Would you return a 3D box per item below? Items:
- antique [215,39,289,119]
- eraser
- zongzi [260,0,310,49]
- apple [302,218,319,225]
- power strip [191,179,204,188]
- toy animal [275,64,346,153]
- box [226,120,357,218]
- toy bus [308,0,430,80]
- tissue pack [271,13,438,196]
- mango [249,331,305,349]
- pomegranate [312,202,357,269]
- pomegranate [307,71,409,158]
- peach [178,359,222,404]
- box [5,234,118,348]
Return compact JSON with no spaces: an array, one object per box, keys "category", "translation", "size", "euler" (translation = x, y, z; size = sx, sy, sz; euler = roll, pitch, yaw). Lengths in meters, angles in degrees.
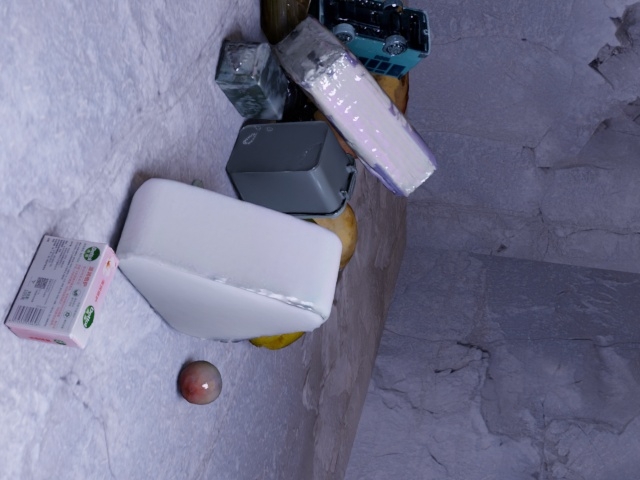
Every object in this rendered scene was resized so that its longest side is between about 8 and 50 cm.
[{"category":"antique","translation":[-0.128,-0.303,1.520],"size":[0.183,0.088,0.086],"euler":[50,48,-71]},{"category":"eraser","translation":[-0.122,0.047,1.257],"size":[0.331,0.331,0.150],"euler":[73,27,-60]},{"category":"zongzi","translation":[-0.077,-0.499,1.565],"size":[0.241,0.111,0.247],"euler":[-30,131,-77]},{"category":"apple","translation":[-0.072,0.022,1.709],"size":[0.157,0.196,0.196],"euler":[-60,154,-56]},{"category":"power strip","translation":[-0.222,-0.066,1.401],"size":[0.040,0.016,0.090],"euler":[82,20,-46]},{"category":"toy animal","translation":[-0.045,-0.281,1.735],"size":[0.272,0.160,0.197],"euler":[61,35,-25]},{"category":"box","translation":[-0.062,-0.143,1.593],"size":[0.135,0.243,0.163],"euler":[62,37,-49]},{"category":"toy bus","translation":[0.094,-0.440,1.723],"size":[0.147,0.256,0.128],"euler":[139,-45,-60]},{"category":"tissue pack","translation":[0.068,-0.266,1.587],"size":[0.343,0.125,0.242],"euler":[46,8,-35]},{"category":"mango","translation":[-0.096,0.158,1.822],"size":[0.262,0.130,0.167],"euler":[-48,138,-60]},{"category":"pomegranate","translation":[0.001,-0.014,1.981],"size":[0.207,0.207,0.207],"euler":[7,90,-77]},{"category":"pomegranate","translation":[0.073,-0.356,1.946],"size":[0.322,0.322,0.322],"euler":[7,90,-77]},{"category":"peach","translation":[-0.219,0.259,1.460],"size":[0.083,0.083,0.083],"euler":[7,90,-77]},{"category":"box","translation":[-0.306,0.060,0.962],"size":[0.043,0.089,0.125],"euler":[76,26,-59]}]
